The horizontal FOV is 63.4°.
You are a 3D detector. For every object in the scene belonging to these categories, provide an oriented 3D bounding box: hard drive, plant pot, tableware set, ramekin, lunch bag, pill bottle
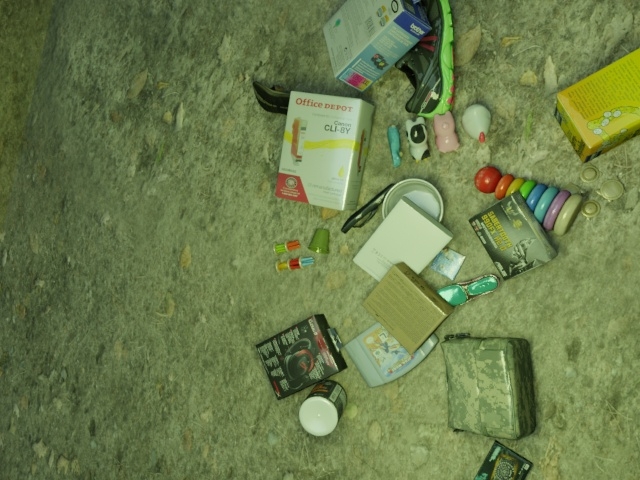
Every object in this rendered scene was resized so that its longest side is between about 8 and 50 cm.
[{"bbox_3d":[0.267,0.024,1.725,0.203,0.040,0.308,38,127,3],"label":"hard drive"},{"bbox_3d":[0.000,0.000,1.918,0.083,0.083,0.079,8,76,22],"label":"plant pot"},{"bbox_3d":[0.844,-0.152,1.621,0.169,0.020,0.141,-45,70,13],"label":"tableware set"},{"bbox_3d":[0.324,-0.103,1.770,0.207,0.109,0.208,0,90,22],"label":"ramekin"},{"bbox_3d":[0.501,0.439,1.595,0.255,0.212,0.306,-10,77,38],"label":"lunch bag"},{"bbox_3d":[0.018,0.552,1.751,0.130,0.245,0.131,0,92,12],"label":"pill bottle"}]

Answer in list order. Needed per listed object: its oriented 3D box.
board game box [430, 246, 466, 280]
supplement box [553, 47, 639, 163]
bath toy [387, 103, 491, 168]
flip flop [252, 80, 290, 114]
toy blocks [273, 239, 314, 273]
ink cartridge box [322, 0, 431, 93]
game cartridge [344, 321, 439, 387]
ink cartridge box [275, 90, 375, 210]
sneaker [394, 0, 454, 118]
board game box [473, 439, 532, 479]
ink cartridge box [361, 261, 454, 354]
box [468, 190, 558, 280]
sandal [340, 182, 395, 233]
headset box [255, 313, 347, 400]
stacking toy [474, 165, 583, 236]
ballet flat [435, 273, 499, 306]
[{"bbox_3d":[0.433,0.076,1.761,0.090,0.020,0.090,28,95,21],"label":"board game box"},{"bbox_3d":[0.908,-0.415,1.529,0.356,0.194,0.196,-29,75,17],"label":"supplement box"},{"bbox_3d":[0.407,-0.348,1.756,0.347,0.151,0.129,-14,66,12],"label":"bath toy"},{"bbox_3d":[-0.159,-0.560,2.030,0.276,0.112,0.080,24,54,33],"label":"flip flop"},{"bbox_3d":[-0.099,0.053,1.959,0.148,0.054,0.124,-11,81,20],"label":"toy blocks"},{"bbox_3d":[0.203,-0.744,1.768,0.395,0.151,0.270,-37,53,40],"label":"ink cartridge box"},{"bbox_3d":[0.248,0.367,1.789,0.297,0.062,0.198,-39,68,14],"label":"game cartridge"},{"bbox_3d":[0.014,-0.321,1.856,0.278,0.160,0.385,13,100,21],"label":"ink cartridge box"},{"bbox_3d":[0.354,-0.661,1.779,0.202,0.185,0.484,-2,83,13],"label":"sneaker"},{"bbox_3d":[0.565,0.745,1.633,0.126,0.026,0.186,29,96,22],"label":"board game box"},{"bbox_3d":[0.282,0.217,1.691,0.235,0.088,0.193,45,118,18],"label":"ink cartridge box"},{"bbox_3d":[0.598,-0.011,1.623,0.183,0.056,0.231,-38,78,50],"label":"box"},{"bbox_3d":[0.177,-0.102,1.850,0.254,0.097,0.054,-39,99,15],"label":"sandal"},{"bbox_3d":[-0.057,0.413,1.873,0.293,0.110,0.218,-30,74,16],"label":"headset box"},{"bbox_3d":[0.642,-0.140,1.648,0.330,0.141,0.141,29,95,29],"label":"stacking toy"},{"bbox_3d":[0.479,0.164,1.702,0.221,0.079,0.077,-23,83,18],"label":"ballet flat"}]
